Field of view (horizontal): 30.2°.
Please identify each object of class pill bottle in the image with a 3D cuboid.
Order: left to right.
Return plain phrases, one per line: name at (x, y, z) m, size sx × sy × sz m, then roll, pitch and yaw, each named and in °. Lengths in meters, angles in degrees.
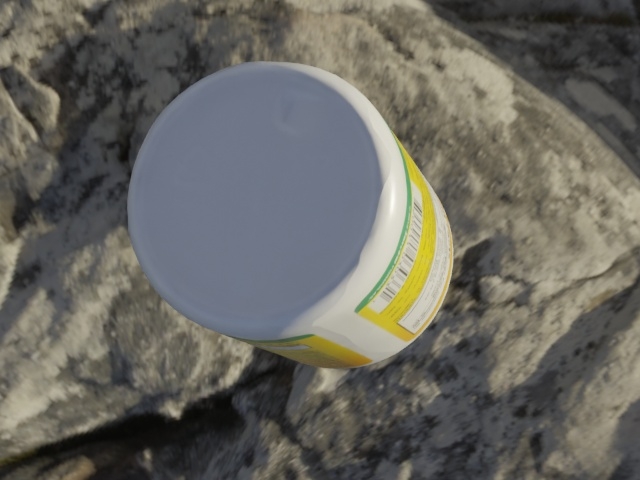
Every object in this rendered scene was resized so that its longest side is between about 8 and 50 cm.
pill bottle at (0.000, 0.000, 0.567) m, size 0.117 × 0.208 × 0.118 m, roll -3°, pitch 79°, yaw 15°
